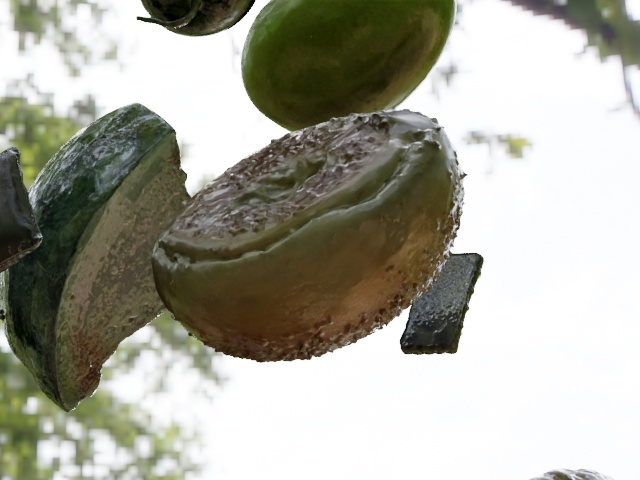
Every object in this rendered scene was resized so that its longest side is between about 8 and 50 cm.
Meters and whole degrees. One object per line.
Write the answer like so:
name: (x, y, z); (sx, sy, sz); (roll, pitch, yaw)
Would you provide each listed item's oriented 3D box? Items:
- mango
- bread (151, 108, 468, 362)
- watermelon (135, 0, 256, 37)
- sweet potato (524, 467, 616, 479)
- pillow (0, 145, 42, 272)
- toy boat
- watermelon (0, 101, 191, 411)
mango: (0.032, -0.221, 2.262); (0.273, 0.185, 0.149); (-17, -13, 22)
bread: (0.000, 0.000, 1.760); (0.305, 0.305, 0.159); (-18, -69, 27)
watermelon: (-0.127, -0.269, 2.012); (0.140, 0.187, 0.141); (1, -49, 1)
sweet potato: (0.259, 0.278, 2.002); (0.097, 0.097, 0.251); (-18, -11, 28)
pillow: (-0.350, 0.009, 1.782); (0.208, 0.141, 0.055); (-32, -43, 8)
toy boat: (0.118, 0.061, 1.897); (0.063, 0.115, 0.016); (-3, -40, 32)
watermelon: (-0.223, 0.020, 2.029); (0.213, 0.320, 0.289); (15, -5, -25)
